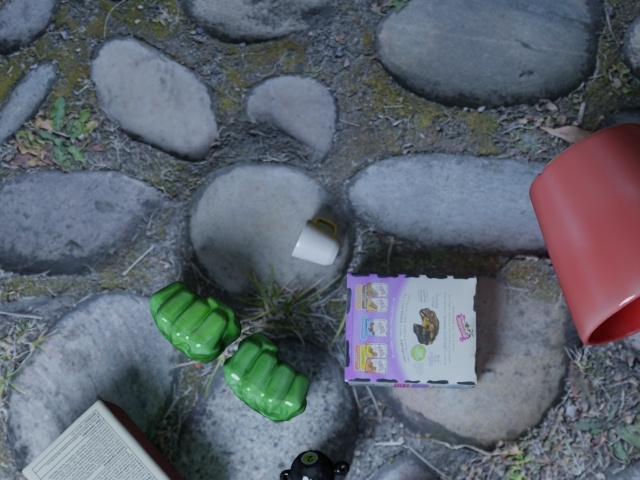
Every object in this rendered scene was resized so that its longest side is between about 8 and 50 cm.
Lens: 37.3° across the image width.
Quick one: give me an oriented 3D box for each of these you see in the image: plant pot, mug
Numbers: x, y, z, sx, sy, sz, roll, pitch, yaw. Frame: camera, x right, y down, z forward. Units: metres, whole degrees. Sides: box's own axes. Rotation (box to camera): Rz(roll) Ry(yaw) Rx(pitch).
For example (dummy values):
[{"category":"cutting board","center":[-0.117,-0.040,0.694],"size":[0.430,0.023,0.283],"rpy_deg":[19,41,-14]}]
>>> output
[{"category":"plant pot","center":[0.444,-0.017,1.372],"size":[0.274,0.275,0.243],"rpy_deg":[-24,67,-4]},{"category":"mug","center":[-0.001,0.002,1.477],"size":[0.064,0.062,0.078],"rpy_deg":[25,84,0]}]

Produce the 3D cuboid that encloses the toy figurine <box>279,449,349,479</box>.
[{"category":"toy figurine","center":[-0.002,0.419,1.319],"size":[0.209,0.148,0.213],"rpy_deg":[40,80,11]}]

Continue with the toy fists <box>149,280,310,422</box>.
[{"category":"toy fists","center":[-0.133,0.163,1.395],"size":[0.279,0.142,0.096],"rpy_deg":[38,80,11]}]

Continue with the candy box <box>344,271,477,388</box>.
[{"category":"candy box","center":[0.136,0.137,1.429],"size":[0.196,0.070,0.165],"rpy_deg":[2,75,3]}]

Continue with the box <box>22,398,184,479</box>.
[{"category":"box","center":[-0.283,0.364,1.356],"size":[0.148,0.127,0.232],"rpy_deg":[-43,78,-9]}]
